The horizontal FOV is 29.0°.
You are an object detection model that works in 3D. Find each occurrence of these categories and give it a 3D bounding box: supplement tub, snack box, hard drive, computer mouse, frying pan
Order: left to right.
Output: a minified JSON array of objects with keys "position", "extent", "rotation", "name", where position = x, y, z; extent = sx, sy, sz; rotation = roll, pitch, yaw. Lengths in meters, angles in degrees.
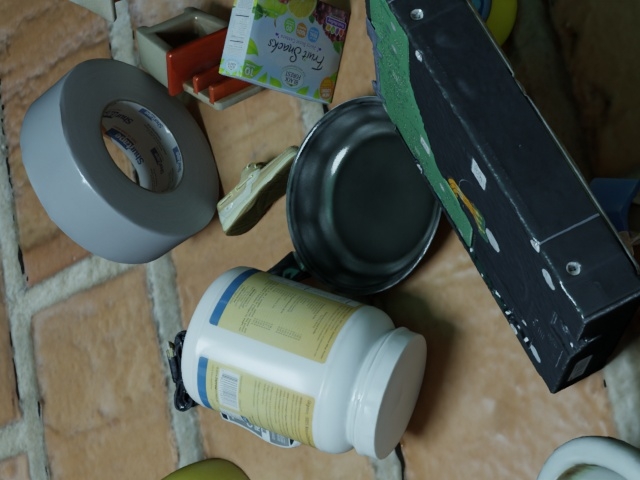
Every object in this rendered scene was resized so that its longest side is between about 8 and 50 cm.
[{"position":[-0.083,0.162,1.304],"extent":[0.193,0.042,0.106],"rotation":[19,127,33],"name":"computer mouse"},{"position":[-0.034,-0.201,1.255],"extent":[0.037,0.141,0.100],"rotation":[16,95,39],"name":"snack box"},{"position":[-0.014,0.117,1.171],"extent":[0.200,0.144,0.144],"rotation":[18,96,21],"name":"supplement tub"},{"position":[0.020,0.012,1.241],"extent":[0.197,0.053,0.326],"rotation":[38,110,37],"name":"frying pan"},{"position":[0.141,-0.055,1.020],"extent":[0.064,0.237,0.339],"rotation":[-27,70,-6],"name":"hard drive"}]

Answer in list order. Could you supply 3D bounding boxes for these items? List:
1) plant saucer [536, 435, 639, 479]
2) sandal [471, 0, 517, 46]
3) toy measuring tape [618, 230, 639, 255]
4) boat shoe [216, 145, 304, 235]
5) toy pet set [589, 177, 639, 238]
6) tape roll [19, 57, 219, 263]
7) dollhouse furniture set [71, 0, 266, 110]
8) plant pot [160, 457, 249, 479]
[{"position":[0.268,0.330,0.881],"extent":[0.400,0.101,0.400],"rotation":[170,90,-78],"name":"plant saucer"},{"position":[0.046,-0.296,1.171],"extent":[0.317,0.138,0.126],"rotation":[41,108,23],"name":"sandal"},{"position":[0.300,-0.139,0.956],"extent":[0.330,0.121,0.121],"rotation":[-49,55,4],"name":"toy measuring tape"},{"position":[-0.067,-0.060,1.323],"extent":[0.135,0.050,0.045],"rotation":[-43,65,27],"name":"boat shoe"},{"position":[0.277,-0.028,1.022],"extent":[0.114,0.065,0.122],"rotation":[6,88,40],"name":"toy pet set"},{"position":[-0.214,-0.086,1.338],"extent":[0.072,0.219,0.219],"rotation":[-33,65,33],"name":"tape roll"},{"position":[-0.128,-0.283,1.293],"extent":[0.135,0.262,0.259],"rotation":[32,139,36],"name":"dollhouse furniture set"},{"position":[-0.143,0.300,1.309],"extent":[0.134,0.095,0.134],"rotation":[-6,80,39],"name":"plant pot"}]
